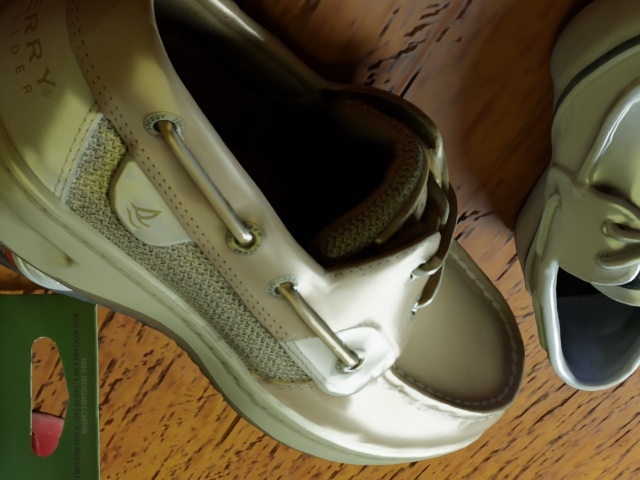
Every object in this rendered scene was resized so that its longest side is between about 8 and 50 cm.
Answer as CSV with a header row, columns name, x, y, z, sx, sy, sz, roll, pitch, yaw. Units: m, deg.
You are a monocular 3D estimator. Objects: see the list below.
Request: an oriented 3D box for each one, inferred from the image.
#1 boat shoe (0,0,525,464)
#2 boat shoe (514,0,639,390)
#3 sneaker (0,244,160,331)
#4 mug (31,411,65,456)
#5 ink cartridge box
name,x,y,z,sx,sy,sz,roll,pitch,yaw
boat shoe,0.000,0.000,0.780,0.110,0.122,0.341,-20,148,30
boat shoe,0.136,-0.015,0.814,0.095,0.084,0.258,-4,154,-1
sneaker,-0.088,0.004,0.868,0.065,0.061,0.158,8,167,43
mug,-0.183,0.183,1.060,0.113,0.169,0.150,-8,154,8
ink cartridge box,-0.203,0.063,0.883,0.209,0.109,0.062,-1,154,-8
